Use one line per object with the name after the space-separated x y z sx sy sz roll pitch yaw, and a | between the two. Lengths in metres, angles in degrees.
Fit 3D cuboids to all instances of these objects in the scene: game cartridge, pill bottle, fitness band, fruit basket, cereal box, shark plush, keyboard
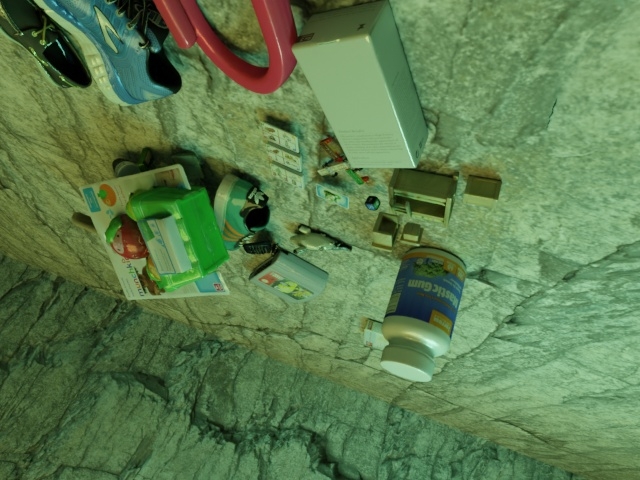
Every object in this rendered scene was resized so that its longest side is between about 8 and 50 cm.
-0.100 0.127 1.441 0.196 0.060 0.294 26 154 -17 | game cartridge
0.226 0.166 1.012 0.153 0.271 0.152 17 153 9 | pill bottle
-0.133 -0.319 0.587 0.209 0.054 0.290 21 156 26 | fitness band
-0.412 0.002 1.081 0.354 0.165 0.326 -7 109 22 | fruit basket
0.271 0.359 1.593 0.240 0.047 0.173 17 153 12 | cereal box
0.000 0.000 1.159 0.162 0.073 0.067 -2 171 4 | shark plush
-0.158 0.031 1.241 0.100 0.038 0.192 -7 174 -6 | keyboard

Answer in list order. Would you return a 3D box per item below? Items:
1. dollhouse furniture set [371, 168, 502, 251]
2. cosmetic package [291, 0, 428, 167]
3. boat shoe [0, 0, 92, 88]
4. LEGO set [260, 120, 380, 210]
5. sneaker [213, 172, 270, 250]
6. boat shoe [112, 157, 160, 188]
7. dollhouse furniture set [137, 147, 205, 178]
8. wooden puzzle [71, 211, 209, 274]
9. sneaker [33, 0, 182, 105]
0.201 -0.029 0.791 0.182 0.160 0.101 14 153 18 | dollhouse furniture set
0.067 -0.209 0.647 0.118 0.085 0.231 6 147 31 | cosmetic package
-0.493 -0.361 0.801 0.069 0.081 0.227 13 160 12 | boat shoe
0.010 -0.144 0.876 0.245 0.060 0.182 25 159 14 | LEGO set
-0.194 -0.042 1.130 0.121 0.108 0.302 26 152 3 | sneaker
-0.455 -0.140 1.193 0.076 0.080 0.228 39 179 38 | boat shoe
-0.349 -0.188 1.074 0.152 0.058 0.076 -2 142 6 | dollhouse furniture set
-0.527 0.015 1.392 0.348 0.080 0.322 24 172 20 | wooden puzzle
-0.302 -0.344 0.664 0.147 0.129 0.330 1 152 11 | sneaker
